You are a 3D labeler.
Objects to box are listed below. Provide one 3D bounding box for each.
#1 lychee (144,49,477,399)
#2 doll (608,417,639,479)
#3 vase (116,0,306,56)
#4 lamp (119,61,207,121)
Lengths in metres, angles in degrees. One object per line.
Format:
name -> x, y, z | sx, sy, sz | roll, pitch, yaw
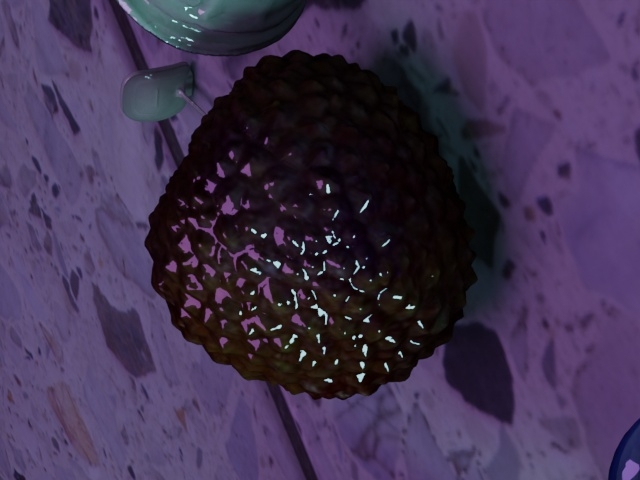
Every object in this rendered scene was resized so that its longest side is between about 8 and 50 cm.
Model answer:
lychee -> 0.000, 0.000, 0.761 | 0.188, 0.188, 0.188 | 35, 135, 44
doll -> 0.227, 0.159, 0.511 | 0.376, 0.187, 0.366 | 14, 132, 23
vase -> -0.004, -0.220, 0.668 | 0.299, 0.143, 0.143 | -37, 76, 56
lamp -> -0.065, -0.056, 0.945 | 0.198, 0.056, 0.050 | 44, 138, 30
